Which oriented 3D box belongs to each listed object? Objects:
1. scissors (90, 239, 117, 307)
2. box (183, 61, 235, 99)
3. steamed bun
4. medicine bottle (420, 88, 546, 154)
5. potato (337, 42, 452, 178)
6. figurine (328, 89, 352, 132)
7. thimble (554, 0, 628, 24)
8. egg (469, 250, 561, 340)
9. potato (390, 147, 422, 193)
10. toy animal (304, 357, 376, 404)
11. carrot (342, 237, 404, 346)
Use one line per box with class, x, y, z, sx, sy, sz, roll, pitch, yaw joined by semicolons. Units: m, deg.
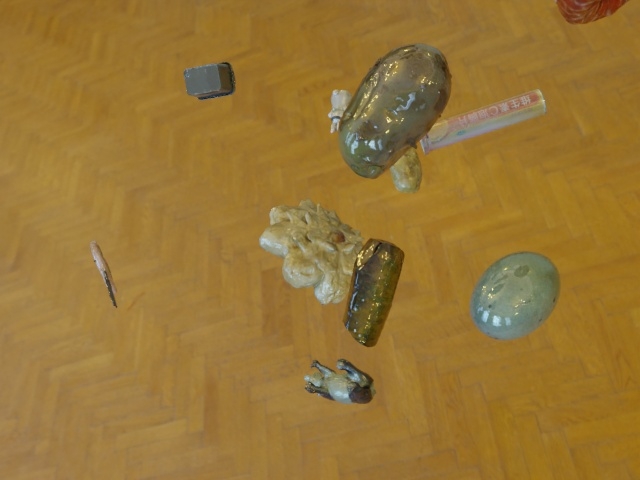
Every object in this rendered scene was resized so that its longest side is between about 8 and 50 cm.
scissors;-0.564;0.099;1.619;0.024;0.160;0.317;-23;30;-16
box;-0.284;-0.405;1.558;0.122;0.069;0.084;-6;97;20
steamed bun;0.000;0.000;1.486;0.137;0.292;0.296;-55;26;37
medicine bottle;0.550;-0.413;2.122;0.425;0.108;0.108;-18;50;8
potato;0.131;-0.236;1.122;0.262;0.164;0.165;-55;47;17
figurine;0.080;-0.420;2.045;0.081;0.098;0.146;-16;71;56
thimble;0.575;-0.587;1.156;0.350;0.350;0.231;-26;89;5
egg;0.430;0.119;1.359;0.236;0.169;0.169;-37;47;-28
potato;0.287;-0.241;2.072;0.107;0.080;0.171;-5;89;13
toy animal;0.043;0.374;1.607;0.225;0.121;0.094;-10;48;37
carrot;0.084;0.084;1.023;0.082;0.082;0.173;21;93;34
